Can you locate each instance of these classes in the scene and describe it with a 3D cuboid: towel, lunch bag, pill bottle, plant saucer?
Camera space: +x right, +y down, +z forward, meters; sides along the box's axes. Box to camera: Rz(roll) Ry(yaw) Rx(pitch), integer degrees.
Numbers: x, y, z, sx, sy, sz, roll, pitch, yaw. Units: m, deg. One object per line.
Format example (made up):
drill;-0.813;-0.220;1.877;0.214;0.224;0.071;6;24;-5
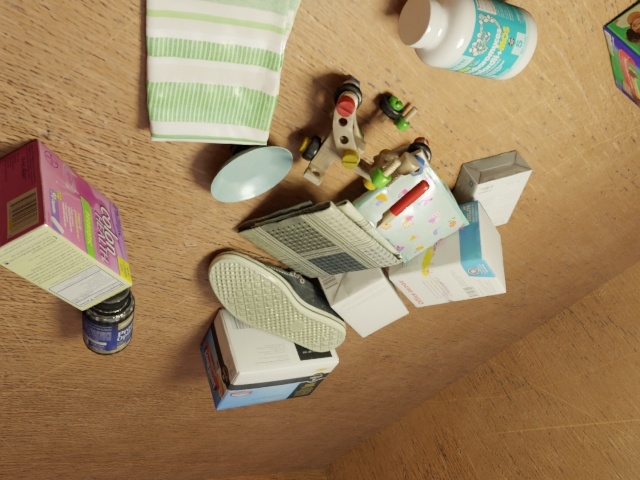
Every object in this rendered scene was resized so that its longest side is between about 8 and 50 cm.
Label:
towel;-0.181;-0.308;0.964;0.247;0.038;0.325;-2;138;-20
lunch bag;0.227;-0.093;1.417;0.223;0.160;0.262;-34;136;15
towel;0.000;0.000;1.381;0.312;0.056;0.324;-12;147;36
pill bottle;-0.527;0.181;1.351;0.122;0.123;0.219;-5;141;-26
plant saucer;-0.155;-0.154;1.187;0.195;0.037;0.195;-26;161;-10
pill bottle;0.282;-0.402;1.056;0.264;0.146;0.146;-1;139;-31

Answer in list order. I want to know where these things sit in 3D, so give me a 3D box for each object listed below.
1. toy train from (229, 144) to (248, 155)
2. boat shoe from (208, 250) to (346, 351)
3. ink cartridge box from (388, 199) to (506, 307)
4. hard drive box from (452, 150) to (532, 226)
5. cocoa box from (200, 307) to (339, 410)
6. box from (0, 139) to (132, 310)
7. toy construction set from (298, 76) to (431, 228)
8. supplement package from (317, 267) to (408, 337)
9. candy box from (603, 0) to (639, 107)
toy train;-0.141;-0.235;1.121;0.036;0.027;0.158;3;137;-40
boat shoe;-0.119;0.160;1.558;0.187;0.156;0.500;-38;129;22
ink cartridge box;0.358;0.046;1.551;0.270;0.197;0.198;-15;141;29
hard drive box;0.484;-0.133;1.589;0.181;0.089;0.232;-15;144;-14
cocoa box;-0.167;0.362;1.716;0.347;0.231;0.228;1;138;-33
box;-0.487;-0.023;1.024;0.117;0.213;0.243;-27;145;3
toy construction set;0.087;-0.155;1.153;0.257;0.309;0.237;19;132;-36
supplement package;0.125;0.145;1.657;0.175;0.177;0.293;-30;145;7
candy box;0.831;-0.373;1.282;0.122;0.317;0.268;-37;144;17
